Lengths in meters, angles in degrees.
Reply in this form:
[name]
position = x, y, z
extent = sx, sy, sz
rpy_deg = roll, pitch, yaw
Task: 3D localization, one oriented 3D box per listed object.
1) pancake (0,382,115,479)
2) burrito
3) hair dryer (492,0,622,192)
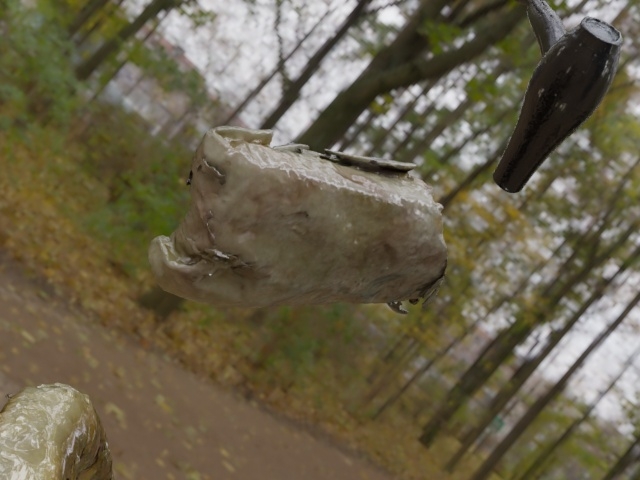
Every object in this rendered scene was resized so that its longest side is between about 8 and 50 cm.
[pancake]
position = -0.150, 0.247, 0.654
extent = 0.065, 0.356, 0.356
rpy_deg = 5, 3, -7
[burrito]
position = 0.009, -0.007, 1.033
extent = 0.348, 0.175, 0.107
rpy_deg = 10, 47, -46
[hair dryer]
position = 0.219, -0.180, 1.202
extent = 0.075, 0.195, 0.219
rpy_deg = 13, 42, -18
